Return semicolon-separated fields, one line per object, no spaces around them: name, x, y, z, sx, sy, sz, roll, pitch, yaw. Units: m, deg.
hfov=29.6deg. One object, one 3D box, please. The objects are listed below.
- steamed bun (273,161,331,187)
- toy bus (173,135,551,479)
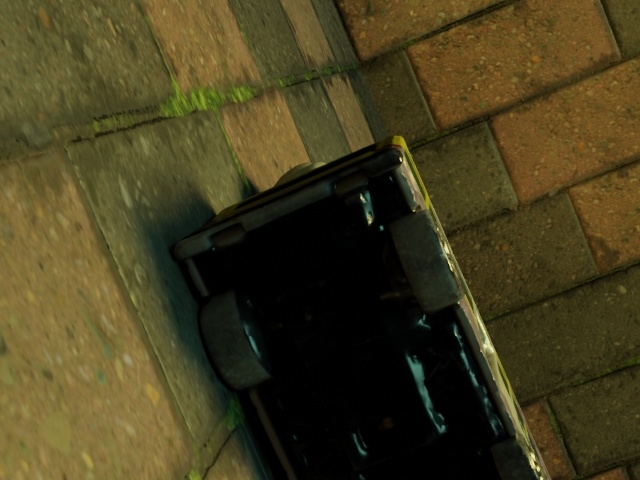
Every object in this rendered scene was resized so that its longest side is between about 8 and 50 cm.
steamed bun;0.000;0.000;1.336;0.183;0.106;0.183;62;9;-17
toy bus;0.066;0.146;1.081;0.249;0.209;0.440;-67;133;-79
